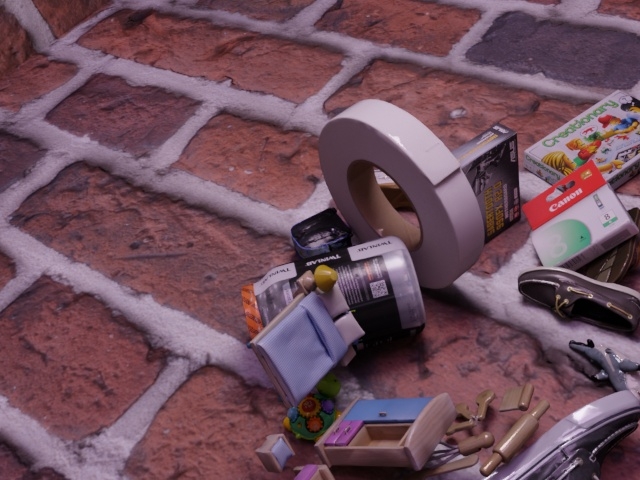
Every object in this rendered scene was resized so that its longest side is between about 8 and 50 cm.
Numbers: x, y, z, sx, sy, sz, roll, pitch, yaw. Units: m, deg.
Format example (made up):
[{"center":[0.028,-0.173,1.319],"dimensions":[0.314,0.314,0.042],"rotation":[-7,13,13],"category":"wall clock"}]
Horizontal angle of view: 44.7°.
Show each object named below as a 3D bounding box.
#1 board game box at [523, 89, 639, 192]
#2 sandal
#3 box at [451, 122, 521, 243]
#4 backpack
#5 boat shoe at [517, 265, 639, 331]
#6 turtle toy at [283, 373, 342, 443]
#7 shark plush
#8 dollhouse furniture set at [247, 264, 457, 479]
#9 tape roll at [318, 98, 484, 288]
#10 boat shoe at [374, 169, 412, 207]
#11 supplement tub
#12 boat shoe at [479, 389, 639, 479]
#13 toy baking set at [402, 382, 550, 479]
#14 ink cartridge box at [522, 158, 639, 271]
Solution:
[{"center":[0.628,-0.210,1.722],"dimensions":[0.305,0.053,0.193],"rotation":[-33,47,-18],"category":"board game box"},{"center":[0.580,0.024,1.499],"dimensions":[0.090,0.060,0.219],"rotation":[-28,21,49],"category":"sandal"},{"center":[0.315,-0.094,1.560],"dimensions":[0.183,0.231,0.056],"rotation":[-33,44,-19],"category":"box"},{"center":[0.000,0.000,1.651],"dimensions":[0.114,0.084,0.105],"rotation":[-22,44,-14],"category":"backpack"},{"center":[0.470,0.108,1.429],"dimensions":[0.227,0.081,0.069],"rotation":[13,46,21],"category":"boat shoe"},{"center":[-0.007,0.295,1.376],"dimensions":[0.095,0.066,0.130],"rotation":[18,53,29],"category":"turtle toy"},{"center":[0.491,0.217,1.340],"dimensions":[0.161,0.073,0.067],"rotation":[38,94,34],"category":"shark plush"},{"center":[0.022,0.220,1.202],"dimensions":[0.198,0.304,0.286],"rotation":[-15,18,43],"category":"dollhouse furniture set"},{"center":[0.145,-0.082,1.480],"dimensions":[0.072,0.392,0.392],"rotation":[-36,48,-21],"category":"tape roll"},{"center":[0.211,-0.127,1.714],"dimensions":[0.276,0.098,0.096],"rotation":[5,48,20],"category":"boat shoe"},{"center":[0.023,0.118,1.453],"dimensions":[0.315,0.194,0.194],"rotation":[-15,44,-1],"category":"supplement tub"},{"center":[0.373,0.364,1.195],"dimensions":[0.335,0.121,0.119],"rotation":[-35,54,-5],"category":"boat shoe"},{"center":[0.249,0.321,1.248],"dimensions":[0.256,0.030,0.196],"rotation":[-40,11,-29],"category":"toy baking set"},{"center":[0.498,-0.054,1.546],"dimensions":[0.181,0.056,0.225],"rotation":[-36,42,22],"category":"ink cartridge box"}]
